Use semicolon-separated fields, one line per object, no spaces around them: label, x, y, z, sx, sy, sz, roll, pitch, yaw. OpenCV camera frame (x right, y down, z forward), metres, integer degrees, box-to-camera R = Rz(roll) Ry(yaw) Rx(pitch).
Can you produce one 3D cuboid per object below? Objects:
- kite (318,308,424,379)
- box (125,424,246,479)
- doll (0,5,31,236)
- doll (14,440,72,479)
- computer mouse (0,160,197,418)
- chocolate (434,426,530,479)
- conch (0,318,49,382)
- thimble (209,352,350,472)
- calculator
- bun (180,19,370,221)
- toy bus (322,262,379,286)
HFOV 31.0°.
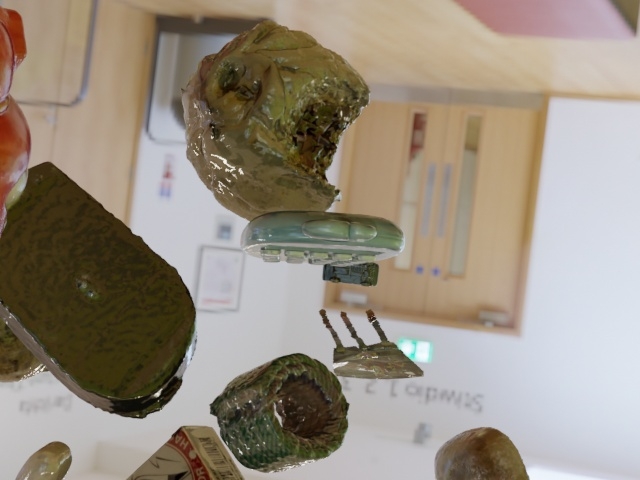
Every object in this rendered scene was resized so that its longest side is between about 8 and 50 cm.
kite;0.064;0.157;1.677;0.141;0.015;0.245;-6;148;14
box;-0.115;0.400;1.221;0.353;0.214;0.069;54;-162;27
doll;-0.329;-0.067;0.948;0.160;0.363;0.182;-2;-143;-48
doll;-0.291;0.271;1.117;0.160;0.161;0.059;-33;-179;14
computer mouse;-0.255;0.059;1.235;0.295;0.168;0.087;48;150;-12
chocolate;0.264;0.447;1.792;0.101;0.303;0.185;-15;171;-34
conch;-0.418;0.084;1.446;0.159;0.210;0.291;19;-159;40
thimble;-0.041;0.188;1.239;0.090;0.118;0.135;-29;171;35
calculator;0.000;0.000;1.375;0.189;0.042;0.303;5;171;-10
bun;-0.082;-0.172;1.616;0.282;0.281;0.205;8;159;39
toy bus;0.044;0.047;1.729;0.083;0.038;0.046;7;179;-3
